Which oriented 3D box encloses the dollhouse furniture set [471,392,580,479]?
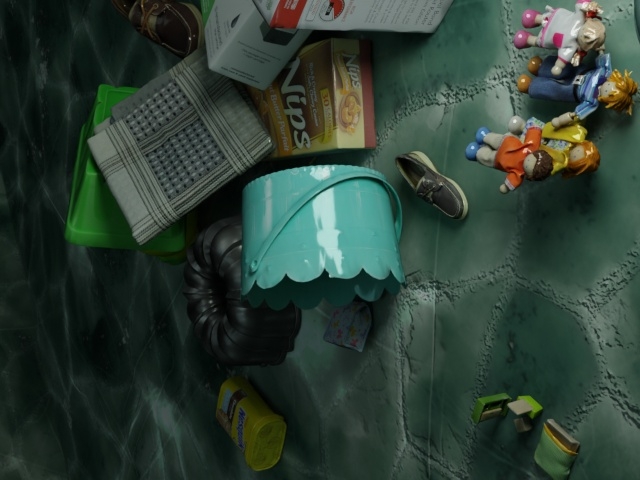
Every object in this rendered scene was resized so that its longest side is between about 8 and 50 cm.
[{"bbox_3d":[0.286,0.273,1.312,0.152,0.058,0.076,43,130,43],"label":"dollhouse furniture set"}]

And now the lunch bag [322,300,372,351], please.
[{"bbox_3d":[0.052,0.147,1.632,0.071,0.053,0.083,4,74,55],"label":"lunch bag"}]

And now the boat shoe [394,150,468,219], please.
[{"bbox_3d":[0.166,-0.082,1.429,0.152,0.049,0.056,49,133,39],"label":"boat shoe"}]

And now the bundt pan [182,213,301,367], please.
[{"bbox_3d":[-0.177,0.104,1.896,0.331,0.124,0.331,12,105,54],"label":"bundt pan"}]

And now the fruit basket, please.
[{"bbox_3d":[-0.390,-0.097,2.003,0.392,0.283,0.392,-175,90,-79],"label":"fruit basket"}]

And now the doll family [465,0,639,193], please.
[{"bbox_3d":[0.310,-0.170,1.176,0.163,0.118,0.263,31,103,56],"label":"doll family"}]

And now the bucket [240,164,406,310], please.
[{"bbox_3d":[0.000,0.000,1.497,0.281,0.281,0.183,-24,68,54],"label":"bucket"}]

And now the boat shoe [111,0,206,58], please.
[{"bbox_3d":[-0.364,-0.485,2.056,0.342,0.123,0.123,47,132,41],"label":"boat shoe"}]

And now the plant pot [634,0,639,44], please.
[{"bbox_3d":[0.417,-0.231,0.874,0.196,0.293,0.293,-164,69,-81],"label":"plant pot"}]

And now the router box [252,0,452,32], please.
[{"bbox_3d":[0.097,-0.437,1.244,0.082,0.301,0.335,60,140,30],"label":"router box"}]

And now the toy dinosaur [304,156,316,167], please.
[{"bbox_3d":[-0.077,-0.078,1.770,0.211,0.064,0.112,-20,79,55],"label":"toy dinosaur"}]

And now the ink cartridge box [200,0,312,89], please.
[{"bbox_3d":[-0.077,-0.434,1.571,0.289,0.121,0.211,-45,41,37],"label":"ink cartridge box"}]

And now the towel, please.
[{"bbox_3d":[-0.267,-0.193,1.718,0.312,0.056,0.324,-35,54,6],"label":"towel"}]

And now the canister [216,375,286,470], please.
[{"bbox_3d":[-0.149,0.378,1.949,0.170,0.073,0.126,41,127,46],"label":"canister"}]

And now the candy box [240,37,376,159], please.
[{"bbox_3d":[-0.031,-0.240,1.651,0.316,0.087,0.183,0,95,56],"label":"candy box"}]
